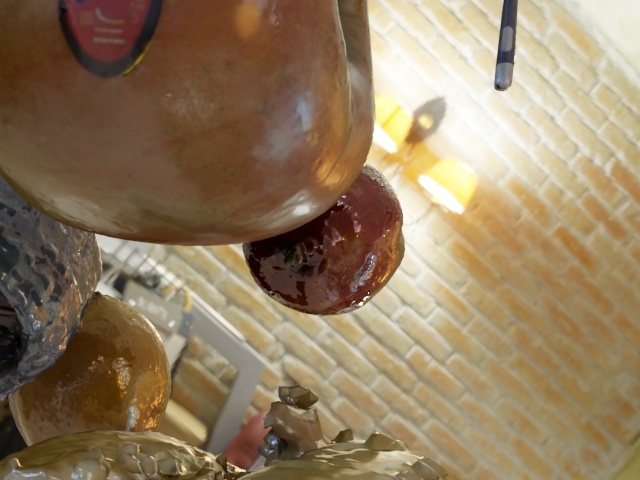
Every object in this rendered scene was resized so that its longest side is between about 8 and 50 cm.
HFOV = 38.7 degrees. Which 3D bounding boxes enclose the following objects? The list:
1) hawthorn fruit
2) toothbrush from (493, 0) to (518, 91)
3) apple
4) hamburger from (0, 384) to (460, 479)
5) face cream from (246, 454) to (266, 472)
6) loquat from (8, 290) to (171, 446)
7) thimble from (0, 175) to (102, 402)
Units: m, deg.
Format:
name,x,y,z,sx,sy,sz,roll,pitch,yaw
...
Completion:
name,x,y,z,sx,sy,sz,roll,pitch,yaw
hawthorn fruit,0.000,0.000,0.887,0.169,0.169,0.188,42,27,-5
toothbrush,0.228,-0.302,1.084,0.024,0.288,0.026,0,-25,23
apple,-0.122,-0.155,0.679,0.338,0.305,0.338,-5,90,-79
hamburger,0.005,0.263,0.513,0.287,0.268,0.445,-49,132,-60
face cream,-0.040,0.436,1.407,0.096,0.154,0.273,-5,-62,42
loquat,-0.268,0.175,1.060,0.176,0.234,0.187,-2,14,-34
thimble,-0.340,0.031,0.879,0.236,0.205,0.172,55,22,-24
